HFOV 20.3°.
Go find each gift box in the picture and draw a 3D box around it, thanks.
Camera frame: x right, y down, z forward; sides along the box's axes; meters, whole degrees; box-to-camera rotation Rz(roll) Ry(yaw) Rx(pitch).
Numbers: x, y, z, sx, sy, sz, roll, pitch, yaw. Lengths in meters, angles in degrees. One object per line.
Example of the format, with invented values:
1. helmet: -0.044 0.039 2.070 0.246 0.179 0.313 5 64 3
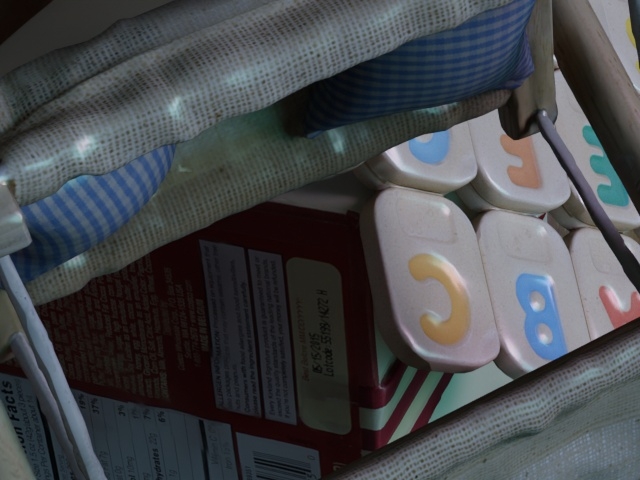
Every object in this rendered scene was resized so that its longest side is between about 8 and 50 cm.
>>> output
1. gift box: -0.006 0.007 0.850 0.258 0.276 0.255 -56 152 -49

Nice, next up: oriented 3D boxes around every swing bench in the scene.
1. swing bench: 0.000 0.000 0.536 0.255 0.253 0.165 67 -13 -11

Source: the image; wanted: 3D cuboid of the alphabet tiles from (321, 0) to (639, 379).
1. alphabet tiles: 0.066 -0.076 0.733 0.284 0.021 0.278 10 62 -42
